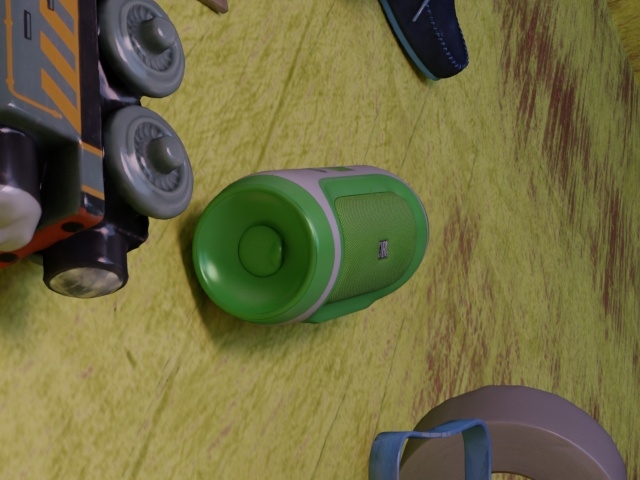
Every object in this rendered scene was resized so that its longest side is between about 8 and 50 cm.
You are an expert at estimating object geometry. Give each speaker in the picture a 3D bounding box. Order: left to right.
[{"bbox_3d":[0.000,0.000,1.365,0.296,0.131,0.131,-11,84,-69],"label":"speaker"}]

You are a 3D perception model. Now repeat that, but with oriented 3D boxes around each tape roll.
[{"bbox_3d":[0.177,0.247,1.486,0.219,0.219,0.072,66,21,-17],"label":"tape roll"}]

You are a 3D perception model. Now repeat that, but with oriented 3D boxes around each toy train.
[{"bbox_3d":[-0.186,-0.129,1.007,0.190,0.142,0.334,25,52,-47],"label":"toy train"}]

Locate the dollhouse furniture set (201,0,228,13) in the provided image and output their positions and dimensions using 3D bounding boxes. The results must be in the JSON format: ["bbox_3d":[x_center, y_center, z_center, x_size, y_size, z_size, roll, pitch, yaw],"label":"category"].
[{"bbox_3d":[-0.068,-0.301,1.389,0.144,0.151,0.123,23,53,-61],"label":"dollhouse furniture set"}]

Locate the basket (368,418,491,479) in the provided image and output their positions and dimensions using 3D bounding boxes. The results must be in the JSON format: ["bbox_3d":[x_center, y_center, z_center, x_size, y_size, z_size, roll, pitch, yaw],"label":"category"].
[{"bbox_3d":[0.095,0.291,1.269,0.255,0.201,0.289,5,79,-67],"label":"basket"}]

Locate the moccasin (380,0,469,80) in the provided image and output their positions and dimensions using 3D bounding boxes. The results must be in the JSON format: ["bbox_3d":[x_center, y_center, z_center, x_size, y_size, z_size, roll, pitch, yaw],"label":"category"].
[{"bbox_3d":[0.120,-0.360,1.947,0.342,0.117,0.137,64,23,-21],"label":"moccasin"}]
